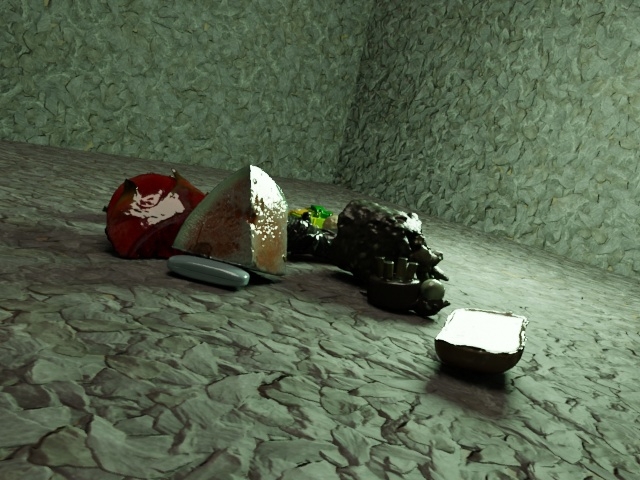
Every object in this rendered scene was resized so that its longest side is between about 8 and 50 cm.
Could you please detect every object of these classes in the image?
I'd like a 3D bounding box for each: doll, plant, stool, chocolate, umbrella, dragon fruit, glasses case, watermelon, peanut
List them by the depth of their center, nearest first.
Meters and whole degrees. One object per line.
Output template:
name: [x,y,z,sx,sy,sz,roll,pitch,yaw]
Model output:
chocolate: [0.312,0.201,1.165,0.161,0.083,0.261,7,11,23]
glasses case: [-0.242,0.066,1.314,0.179,0.045,0.067,13,8,4]
watermelon: [-0.169,-0.022,1.400,0.201,0.261,0.213,44,8,31]
stool: [0.203,0.109,1.435,0.217,0.121,0.125,10,8,13]
dragon fruit: [-0.366,-0.083,1.482,0.344,0.100,0.282,-5,53,-45]
plant: [0.197,0.025,1.606,0.313,0.213,0.215,18,9,24]
umbrella: [0.003,-0.004,1.748,0.337,0.128,0.154,14,-13,-14]
peanut: [0.101,-0.006,1.874,0.214,0.098,0.090,24,32,-10]
doll: [-0.027,-0.068,2.132,0.187,0.106,0.134,7,17,-29]

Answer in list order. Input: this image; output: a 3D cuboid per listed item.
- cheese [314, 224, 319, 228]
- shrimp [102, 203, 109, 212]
cheese: [-0.040,-0.028,2.041,0.083,0.030,0.044,-24,-10,-37]
shrimp: [-0.408,-0.061,1.747,0.272,0.085,0.445,29,14,40]
